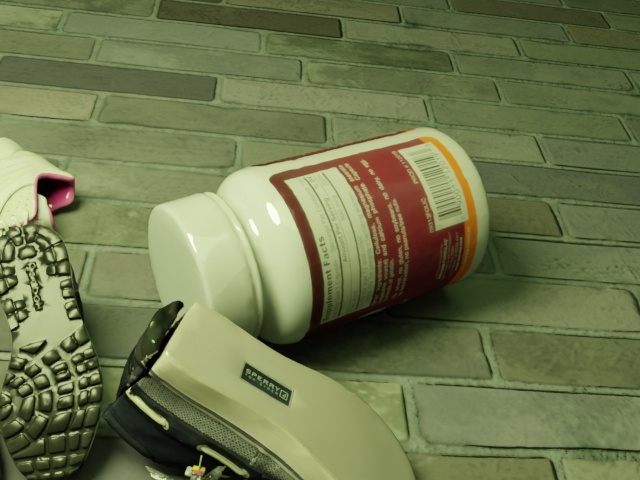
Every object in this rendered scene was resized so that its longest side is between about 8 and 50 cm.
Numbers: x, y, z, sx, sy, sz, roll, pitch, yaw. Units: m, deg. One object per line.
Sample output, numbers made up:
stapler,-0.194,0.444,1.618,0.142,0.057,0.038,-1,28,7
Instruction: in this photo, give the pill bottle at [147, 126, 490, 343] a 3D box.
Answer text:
pill bottle,0.000,0.000,0.995,0.392,0.224,0.224,-17,48,-27

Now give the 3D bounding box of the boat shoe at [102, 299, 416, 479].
boat shoe,-0.068,0.209,0.838,0.340,0.158,0.127,39,36,-10

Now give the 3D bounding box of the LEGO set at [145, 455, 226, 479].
LEGO set,-0.040,0.311,0.618,0.331,0.192,0.255,18,23,15

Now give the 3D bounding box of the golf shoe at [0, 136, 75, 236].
golf shoe,-0.436,-0.026,1.022,0.140,0.115,0.306,18,43,4

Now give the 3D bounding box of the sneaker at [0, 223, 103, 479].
sneaker,-0.296,0.131,0.884,0.107,0.124,0.283,-9,69,-9
